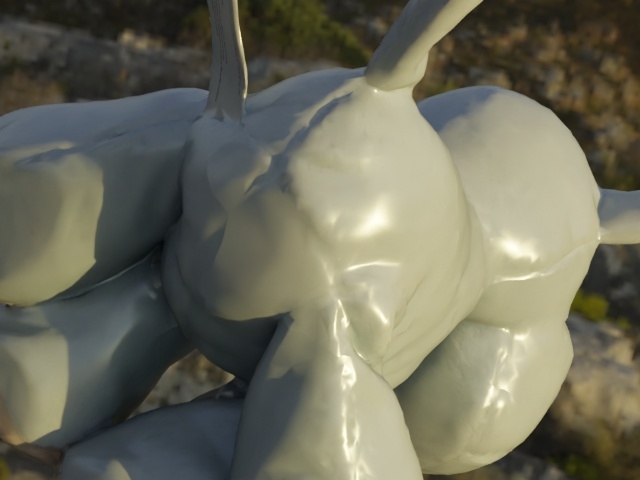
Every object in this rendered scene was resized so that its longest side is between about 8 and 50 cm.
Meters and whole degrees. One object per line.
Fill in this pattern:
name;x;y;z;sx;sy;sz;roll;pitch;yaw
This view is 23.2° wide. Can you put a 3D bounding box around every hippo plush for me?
hippo plush;0.000;0.000;0.658;0.234;0.294;0.236;18;18;29
